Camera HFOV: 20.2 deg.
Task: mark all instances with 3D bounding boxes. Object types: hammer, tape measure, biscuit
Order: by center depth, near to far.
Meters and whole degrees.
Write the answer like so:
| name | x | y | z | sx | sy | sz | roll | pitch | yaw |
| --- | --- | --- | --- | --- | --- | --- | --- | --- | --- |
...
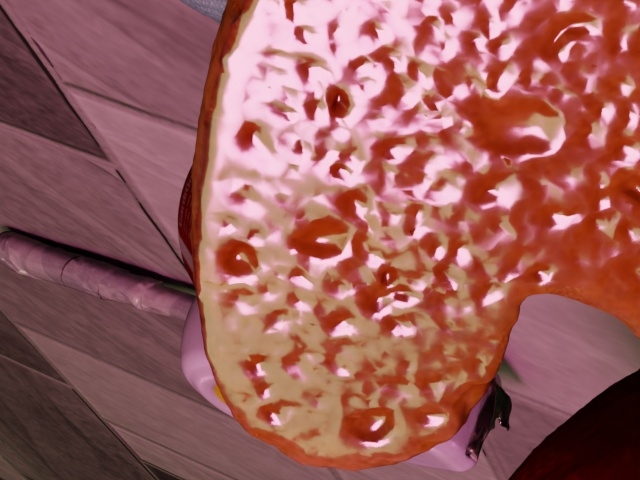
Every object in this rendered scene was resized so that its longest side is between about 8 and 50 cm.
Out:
| name | x | y | z | sx | sy | sz | roll | pitch | yaw |
| --- | --- | --- | --- | --- | --- | --- | --- | --- | --- |
| biscuit | 0.089 | -0.015 | 0.678 | 0.277 | 0.052 | 0.262 | 5 | 126 | 6 |
| tape measure | 0.006 | 0.071 | 1.164 | 0.196 | 0.105 | 0.178 | 9 | 158 | 31 |
| hammer | -0.116 | 0.055 | 1.419 | 0.427 | 0.044 | 0.152 | 13 | 153 | 43 |

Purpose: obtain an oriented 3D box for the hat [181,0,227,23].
| name | x | y | z | sx | sy | sz | roll | pitch | yaw |
| --- | --- | --- | --- | --- | --- | --- | --- | --- | --- |
| hat | 0.019 | -0.102 | 0.762 | 0.138 | 0.078 | 0.191 | 20 | 177 | 35 |

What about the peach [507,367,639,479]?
| name | x | y | z | sx | sy | sz | roll | pitch | yaw |
| --- | --- | --- | --- | --- | --- | --- | --- | --- | --- |
| peach | 0.250 | 0.195 | 0.778 | 0.406 | 0.335 | 0.310 | 24 | 154 | 33 |

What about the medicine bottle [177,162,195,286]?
| name | x | y | z | sx | sy | sz | roll | pitch | yaw |
| --- | --- | --- | --- | --- | --- | --- | --- | --- | --- |
| medicine bottle | 0.000 | 0.000 | 0.880 | 0.131 | 0.131 | 0.250 | 36 | -177 | -14 |
